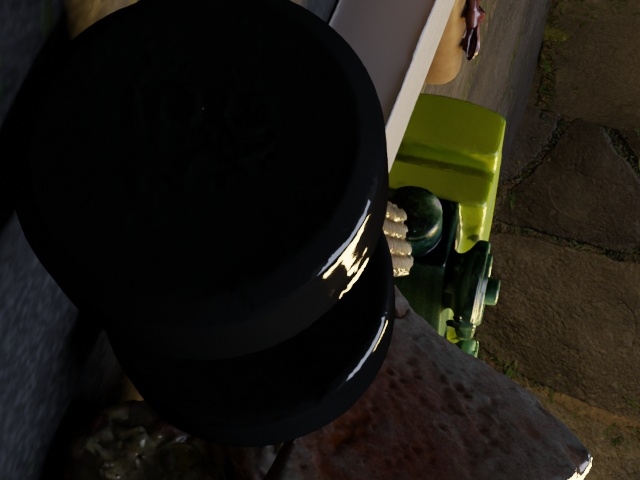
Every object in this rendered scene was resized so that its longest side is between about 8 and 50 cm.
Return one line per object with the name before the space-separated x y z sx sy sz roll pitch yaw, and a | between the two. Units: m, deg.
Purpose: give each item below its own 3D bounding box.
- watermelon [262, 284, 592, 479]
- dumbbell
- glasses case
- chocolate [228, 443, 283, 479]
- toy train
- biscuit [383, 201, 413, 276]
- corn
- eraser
watermelon | 0.024 0.153 0.765 0.232 0.193 0.310 -41 153 -15
dumbbell | -0.042 -0.001 0.578 0.218 0.153 0.152 80 30 -67
glasses case | 0.152 -0.258 1.371 0.193 0.070 0.102 80 28 -68
chocolate | -0.020 0.132 1.031 0.248 0.110 0.110 -55 160 -44
toy train | 0.116 0.026 1.404 0.442 0.179 0.272 86 18 -60
biscuit | 0.000 0.000 0.905 0.239 0.108 0.061 12 74 -79
corn | -0.092 0.156 0.767 0.280 0.092 0.092 83 26 -75
eraser | 0.061 -0.189 1.003 0.078 0.076 0.298 81 28 -65
